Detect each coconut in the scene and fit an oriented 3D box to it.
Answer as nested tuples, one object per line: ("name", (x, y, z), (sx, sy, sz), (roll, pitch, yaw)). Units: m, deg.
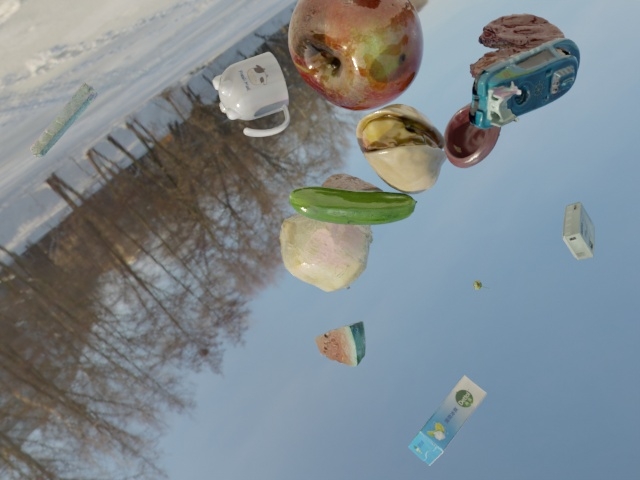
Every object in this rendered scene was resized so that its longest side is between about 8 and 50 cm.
("coconut", (0.000, 0.000, 2.465), (0.404, 0.405, 0.405), (-31, -161, 12))

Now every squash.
("squash", (0.073, -0.075, 1.304), (0.292, 0.082, 0.082), (4, -166, -12))

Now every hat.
("hat", (0.455, -0.311, 1.716), (0.089, 0.206, 0.205), (7, 168, -36))

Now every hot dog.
("hot dog", (0.111, -0.148, 1.977), (0.196, 0.122, 0.272), (-14, -157, -22))

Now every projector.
("projector", (0.803, -0.029, 1.808), (0.061, 0.115, 0.147), (-20, -148, 41))

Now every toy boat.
("toy boat", (0.430, -0.303, 1.144), (0.298, 0.134, 0.092), (-26, -138, -24))

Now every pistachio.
("pistachio", (0.181, -0.204, 1.306), (0.187, 0.188, 0.299), (-28, 160, 20))

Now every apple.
("apple", (0.094, -0.502, 1.475), (0.277, 0.349, 0.348), (-49, -158, -25))

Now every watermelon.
("watermelon", (0.067, 0.380, 2.149), (0.094, 0.154, 0.241), (-8, 180, -44))

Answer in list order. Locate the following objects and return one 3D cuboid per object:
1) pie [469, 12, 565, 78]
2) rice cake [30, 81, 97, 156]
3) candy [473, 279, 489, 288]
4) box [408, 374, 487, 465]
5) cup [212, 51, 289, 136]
("pie", (0.438, -0.414, 1.296), (0.204, 0.054, 0.219), (25, -108, 29))
("rice cake", (-0.603, -0.281, 1.360), (0.211, 0.034, 0.043), (-53, -177, -9))
("candy", (0.447, 0.126, 1.607), (0.023, 0.083, 0.025), (-54, -128, 19))
("box", (0.313, 0.446, 1.436), (0.194, 0.073, 0.139), (-41, 157, -28))
("cup", (-0.157, -0.327, 1.339), (0.141, 0.174, 0.134), (-23, -161, -14))
